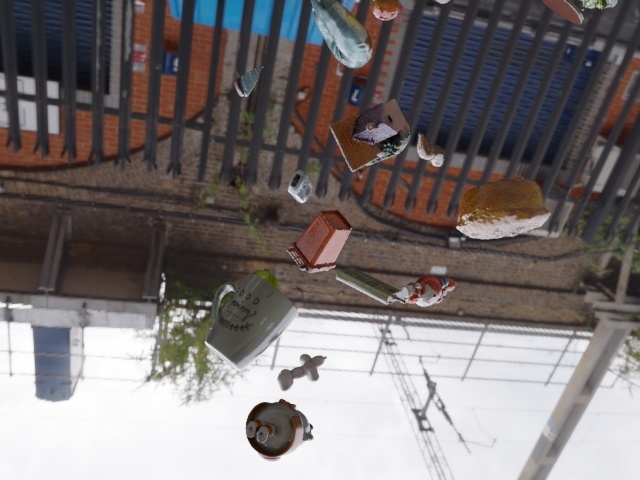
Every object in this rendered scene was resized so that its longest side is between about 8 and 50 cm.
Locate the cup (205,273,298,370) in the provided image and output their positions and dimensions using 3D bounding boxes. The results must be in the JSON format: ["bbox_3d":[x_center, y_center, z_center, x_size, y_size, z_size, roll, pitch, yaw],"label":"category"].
[{"bbox_3d":[-0.232,0.227,1.596,0.258,0.186,0.234,27,-113,35],"label":"cup"}]

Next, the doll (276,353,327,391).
[{"bbox_3d":[-0.054,0.392,1.674,0.161,0.059,0.160,-19,-173,0],"label":"doll"}]

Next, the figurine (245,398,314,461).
[{"bbox_3d":[-0.090,0.456,1.361,0.143,0.143,0.271,27,-167,26],"label":"figurine"}]

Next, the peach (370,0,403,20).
[{"bbox_3d":[0.192,-0.685,1.637,0.098,0.061,0.098,19,-178,-1],"label":"peach"}]

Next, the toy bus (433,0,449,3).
[{"bbox_3d":[0.116,-0.465,0.697,0.194,0.232,0.288,9,-112,-10],"label":"toy bus"}]

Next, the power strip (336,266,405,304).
[{"bbox_3d":[0.174,0.155,1.849,0.268,0.034,0.092,25,-157,35],"label":"power strip"}]

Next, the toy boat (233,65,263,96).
[{"bbox_3d":[-0.251,-0.572,1.958,0.122,0.096,0.034,-19,180,32],"label":"toy boat"}]

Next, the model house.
[{"bbox_3d":[0.175,-0.370,1.998,0.237,0.202,0.237,-14,-167,36],"label":"model house"}]

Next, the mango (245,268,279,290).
[{"bbox_3d":[-0.262,0.271,2.130,0.156,0.192,0.343,11,-126,20],"label":"mango"}]

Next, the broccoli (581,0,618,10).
[{"bbox_3d":[0.451,-0.577,0.953,0.272,0.334,0.324,-1,162,7],"label":"broccoli"}]

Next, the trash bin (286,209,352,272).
[{"bbox_3d":[0.000,0.000,2.178,0.184,0.239,0.161,-7,-131,-45],"label":"trash bin"}]

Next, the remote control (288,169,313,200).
[{"bbox_3d":[-0.065,-0.184,1.916,0.047,0.087,0.244,30,179,8],"label":"remote control"}]

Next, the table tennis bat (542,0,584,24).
[{"bbox_3d":[0.580,-0.633,1.418,0.138,0.022,0.246,15,-149,-54],"label":"table tennis bat"}]

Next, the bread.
[{"bbox_3d":[0.622,-0.102,1.894,0.312,0.172,0.312,-5,167,-1],"label":"bread"}]

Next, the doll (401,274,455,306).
[{"bbox_3d":[0.479,0.225,2.474,0.290,0.161,0.130,-3,-131,-33],"label":"doll"}]

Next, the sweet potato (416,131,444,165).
[{"bbox_3d":[0.388,-0.312,1.945,0.059,0.067,0.281,39,-166,22],"label":"sweet potato"}]

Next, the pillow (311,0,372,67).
[{"bbox_3d":[0.048,-0.533,1.404,0.214,0.086,0.233,46,-173,-1],"label":"pillow"}]
